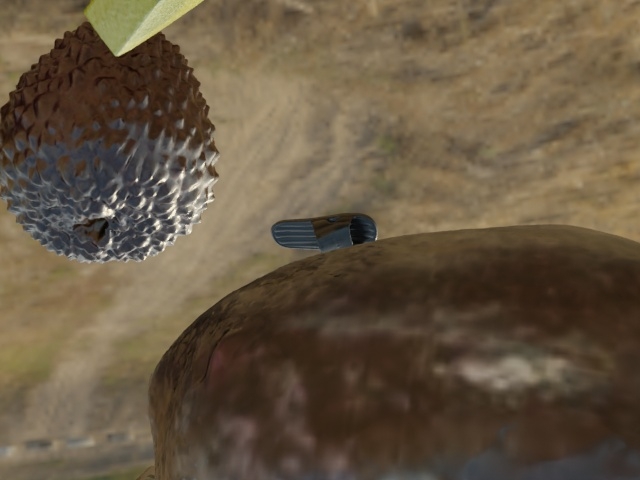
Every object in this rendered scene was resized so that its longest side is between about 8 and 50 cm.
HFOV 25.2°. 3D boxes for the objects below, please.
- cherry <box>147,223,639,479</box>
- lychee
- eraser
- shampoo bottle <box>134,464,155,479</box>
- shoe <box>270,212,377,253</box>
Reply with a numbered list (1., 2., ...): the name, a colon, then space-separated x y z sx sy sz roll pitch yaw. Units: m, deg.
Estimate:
1. cherry: 0.074 0.098 0.603 0.296 0.218 0.255 4 175 -6
2. lychee: -0.225 -0.118 1.533 0.271 0.271 0.271 -8 170 -1
3. eraser: -0.104 -0.185 0.992 0.097 0.045 0.122 -37 -176 -23
4. shampoo bottle: -0.264 0.390 1.653 0.092 0.092 0.303 -20 -161 50
5. shoe: 0.000 0.000 1.943 0.159 0.062 0.053 0 -146 26
